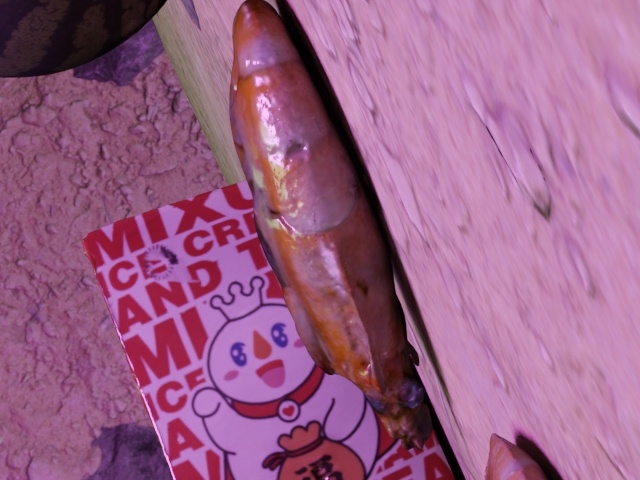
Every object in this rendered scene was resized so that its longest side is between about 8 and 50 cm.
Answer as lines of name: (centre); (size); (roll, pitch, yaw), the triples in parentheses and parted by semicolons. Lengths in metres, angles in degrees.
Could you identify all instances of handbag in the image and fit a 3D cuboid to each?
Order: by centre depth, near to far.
handbag: (-0.028, 0.107, 1.028); (0.151, 0.171, 0.298); (164, 82, -83)

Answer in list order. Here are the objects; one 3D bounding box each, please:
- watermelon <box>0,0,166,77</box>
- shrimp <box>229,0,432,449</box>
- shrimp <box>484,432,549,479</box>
watermelon: (-0.157, -0.182, 0.813); (0.212, 0.212, 0.212); (156, 90, -86)
shrimp: (-0.004, -0.009, 0.866); (0.145, 0.059, 0.254); (-115, 3, -59)
shrimp: (0.099, 0.179, 0.671); (0.152, 0.046, 0.219); (-129, 19, -72)
